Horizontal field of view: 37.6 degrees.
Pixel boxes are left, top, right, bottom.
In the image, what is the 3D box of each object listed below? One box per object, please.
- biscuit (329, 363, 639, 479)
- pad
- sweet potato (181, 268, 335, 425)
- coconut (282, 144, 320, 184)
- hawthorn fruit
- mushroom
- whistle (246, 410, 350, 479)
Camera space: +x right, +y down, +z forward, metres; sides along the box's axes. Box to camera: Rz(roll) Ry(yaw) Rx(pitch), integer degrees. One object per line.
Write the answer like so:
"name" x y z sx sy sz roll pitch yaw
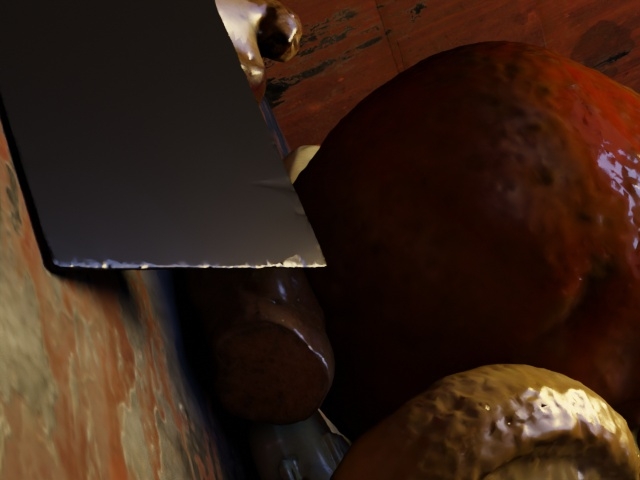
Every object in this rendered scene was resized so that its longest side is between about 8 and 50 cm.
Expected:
"biscuit" 0.086 0.210 0.557 0.091 0.213 0.274 18 -84 59
"pad" -0.116 -0.112 0.573 0.202 0.005 0.300 1 58 -48
"sweet potato" -0.058 0.032 0.705 0.097 0.097 0.252 63 0 -42
"coconut" 0.000 0.000 1.054 0.224 0.224 0.224 -24 90 -87
"hawthorn fruit" 0.160 0.053 0.795 0.403 0.402 0.403 -24 90 -87
"mushroom" -0.122 -0.183 0.772 0.194 0.138 0.231 36 23 -13
"whistle" -0.001 0.181 0.743 0.126 0.067 0.258 64 0 14
